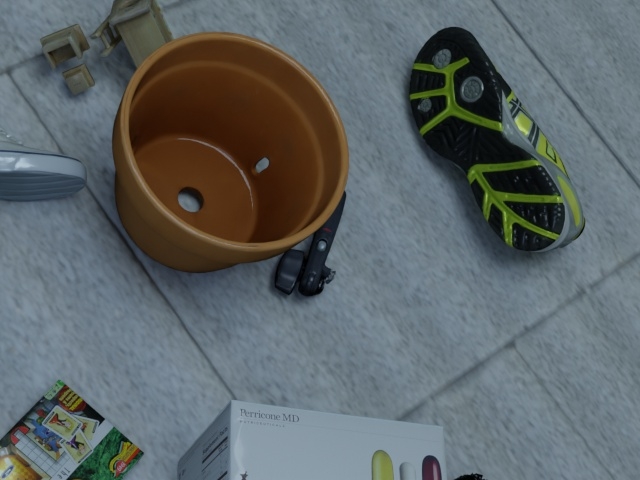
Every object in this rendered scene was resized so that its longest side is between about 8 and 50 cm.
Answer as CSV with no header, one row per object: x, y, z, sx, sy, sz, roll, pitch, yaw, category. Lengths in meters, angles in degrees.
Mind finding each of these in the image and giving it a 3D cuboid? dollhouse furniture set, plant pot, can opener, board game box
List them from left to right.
-0.327,0.288,1.533,0.136,0.030,0.260,42,54,-1,board game box
-0.264,-0.223,1.846,0.101,0.161,0.182,-98,166,-63,dollhouse furniture set
-0.137,-0.085,1.716,0.291,0.203,0.291,10,63,-21,plant pot
0.000,0.000,1.831,0.073,0.059,0.186,29,55,-7,can opener

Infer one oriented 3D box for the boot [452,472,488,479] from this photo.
0.144,0.326,1.688,0.121,0.099,0.045,-5,64,-28,boot

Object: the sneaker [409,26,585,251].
0.255,-0.141,2.010,0.147,0.145,0.385,11,50,-56,sneaker

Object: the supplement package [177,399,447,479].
-0.012,0.297,1.566,0.262,0.204,0.145,9,59,-20,supplement package

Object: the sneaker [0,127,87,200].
-0.413,-0.110,1.676,0.258,0.094,0.091,6,65,-22,sneaker
